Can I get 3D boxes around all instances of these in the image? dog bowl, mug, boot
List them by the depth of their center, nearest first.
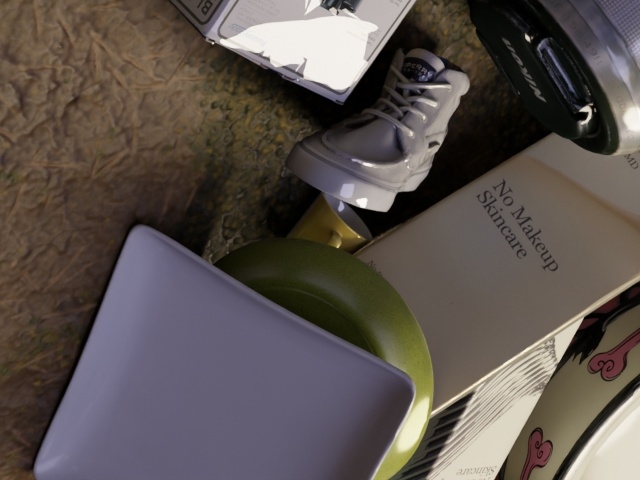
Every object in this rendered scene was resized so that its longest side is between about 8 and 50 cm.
[{"bbox_3d":[0.053,-0.102,1.466,0.123,0.095,0.258,-64,172,13],"label":"boot"},{"bbox_3d":[-0.001,-0.002,1.582,0.064,0.062,0.078,-43,160,14],"label":"mug"},{"bbox_3d":[0.362,0.209,1.993,0.408,0.150,0.408,-21,135,-23],"label":"dog bowl"}]

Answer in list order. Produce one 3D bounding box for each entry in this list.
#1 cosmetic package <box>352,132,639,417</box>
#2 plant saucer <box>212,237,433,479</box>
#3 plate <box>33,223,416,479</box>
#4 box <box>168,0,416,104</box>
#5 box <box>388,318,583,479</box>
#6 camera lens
[{"bbox_3d":[0.165,0.025,1.633,0.309,0.160,0.113,-33,173,-17],"label":"cosmetic package"},{"bbox_3d":[-0.023,0.118,1.544,0.241,0.241,0.037,-64,168,23],"label":"plant saucer"},{"bbox_3d":[-0.083,0.158,1.534,0.277,0.278,0.045,-65,168,23],"label":"plate"},{"bbox_3d":[0.025,-0.262,1.357,0.169,0.087,0.290,20,110,-47],"label":"box"},{"bbox_3d":[0.156,0.139,1.806,0.113,0.094,0.275,1,123,-41],"label":"box"},{"bbox_3d":[0.273,-0.221,1.491,0.274,0.219,0.219,-37,140,-7],"label":"camera lens"}]
